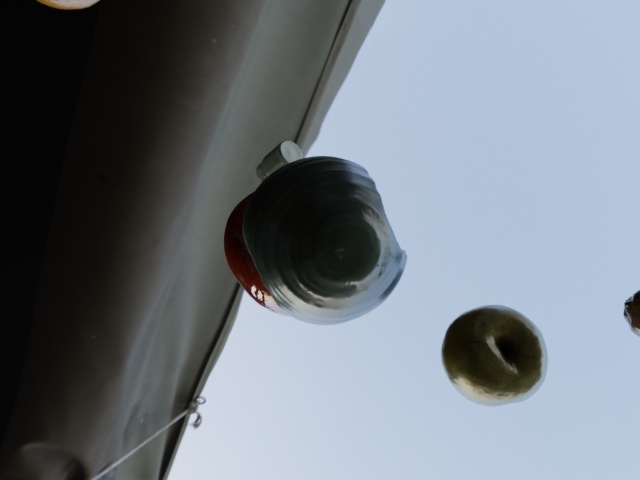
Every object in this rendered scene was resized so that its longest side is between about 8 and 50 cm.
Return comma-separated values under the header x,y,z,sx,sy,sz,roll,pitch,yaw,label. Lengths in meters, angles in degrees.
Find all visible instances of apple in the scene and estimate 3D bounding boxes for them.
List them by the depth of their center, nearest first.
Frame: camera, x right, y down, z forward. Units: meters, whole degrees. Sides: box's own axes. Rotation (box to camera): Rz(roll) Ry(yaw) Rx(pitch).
x,y,z,sx,sy,sz,roll,pitch,yaw,label
-0.041,0.009,0.944,0.261,0.260,0.216,-15,-51,8,apple

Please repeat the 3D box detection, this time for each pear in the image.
x,y,z,sx,sy,sz,roll,pitch,yaw,label
0.274,0.185,0.821,0.167,0.136,0.167,4,-108,-11,pear

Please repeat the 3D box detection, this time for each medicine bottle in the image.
x,y,z,sx,sy,sz,roll,pitch,yaw,label
-0.071,-0.130,0.864,0.083,0.047,0.047,-31,-90,48,medicine bottle

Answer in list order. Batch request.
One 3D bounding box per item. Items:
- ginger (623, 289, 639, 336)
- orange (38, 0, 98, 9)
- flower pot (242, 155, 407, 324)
x,y,z,sx,sy,sz,roll,pitch,yaw,label
0.542,0.131,0.728,0.204,0.104,0.080,22,-103,22,ginger
-0.426,-0.463,0.846,0.159,0.159,0.136,-15,-91,8,orange
0.000,0.000,0.589,0.157,0.243,0.189,-28,-83,-3,flower pot
